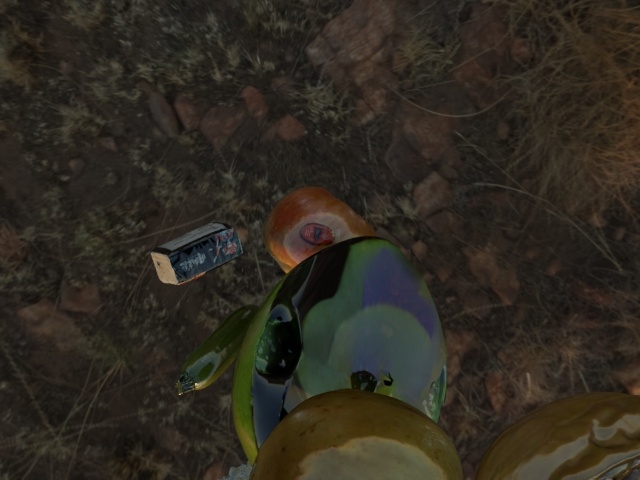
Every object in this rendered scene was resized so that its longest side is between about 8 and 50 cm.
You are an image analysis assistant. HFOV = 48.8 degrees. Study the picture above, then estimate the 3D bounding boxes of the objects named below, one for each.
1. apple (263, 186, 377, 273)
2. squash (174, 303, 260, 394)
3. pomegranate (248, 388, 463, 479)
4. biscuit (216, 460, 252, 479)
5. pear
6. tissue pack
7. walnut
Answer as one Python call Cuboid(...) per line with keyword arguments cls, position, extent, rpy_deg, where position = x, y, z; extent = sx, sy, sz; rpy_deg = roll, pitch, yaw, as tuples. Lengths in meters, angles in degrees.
Cuboid(cls="apple", position=(0.000, 0.000, 1.253), extent=(0.164, 0.209, 0.209), rpy_deg=(-45, 101, -8))
Cuboid(cls="squash", position=(-0.173, 0.188, 1.273), extent=(0.069, 0.258, 0.069), rpy_deg=(13, 123, 21))
Cuboid(cls="pomegranate", position=(0.031, 0.259, 0.704), extent=(0.233, 0.233, 0.233), rpy_deg=(-1, 102, -4))
Cuboid(cls="biscuit", position=(-0.145, 0.611, 1.677), extent=(0.281, 0.179, 0.084), rpy_deg=(-32, 147, 5))
Cuboid(cls="pear", position=(0.008, 0.198, 0.994), extent=(0.165, 0.398, 0.399), rpy_deg=(-5, 106, 40))
Cuboid(cls="tissue pack", position=(-0.265, 0.027, 1.517), extent=(0.170, 0.103, 0.091), rpy_deg=(-28, 111, -30))
Cuboid(cls="walnut", position=(0.124, 0.108, 0.355), extent=(0.121, 0.052, 0.091), rpy_deg=(-18, 145, -19))
